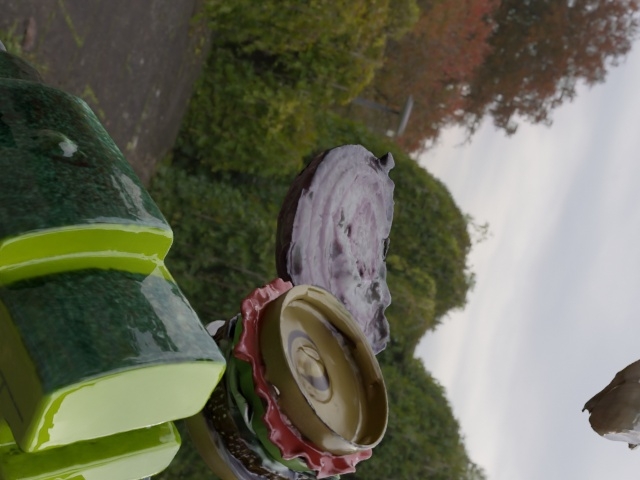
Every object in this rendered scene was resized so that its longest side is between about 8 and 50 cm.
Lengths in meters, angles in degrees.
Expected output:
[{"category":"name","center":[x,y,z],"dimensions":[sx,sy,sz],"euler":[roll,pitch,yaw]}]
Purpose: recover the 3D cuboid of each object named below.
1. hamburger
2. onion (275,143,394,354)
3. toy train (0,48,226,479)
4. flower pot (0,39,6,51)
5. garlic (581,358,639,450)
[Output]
[{"category":"hamburger","center":[-0.037,0.124,0.656],"dimensions":[0.136,0.175,0.175],"euler":[-29,-159,26]},{"category":"onion","center":[0.000,0.000,1.160],"dimensions":[0.280,0.146,0.315],"euler":[31,65,-53]},{"category":"toy train","center":[-0.239,0.035,0.609],"dimensions":[0.179,0.442,0.272],"euler":[-2,133,-45]},{"category":"flower pot","center":[-0.517,-0.191,0.981],"dimensions":[0.213,0.301,0.302],"euler":[6,-105,54]},{"category":"garlic","center":[0.474,0.242,1.219],"dimensions":[0.174,0.099,0.124],"euler":[-46,164,-32]}]
